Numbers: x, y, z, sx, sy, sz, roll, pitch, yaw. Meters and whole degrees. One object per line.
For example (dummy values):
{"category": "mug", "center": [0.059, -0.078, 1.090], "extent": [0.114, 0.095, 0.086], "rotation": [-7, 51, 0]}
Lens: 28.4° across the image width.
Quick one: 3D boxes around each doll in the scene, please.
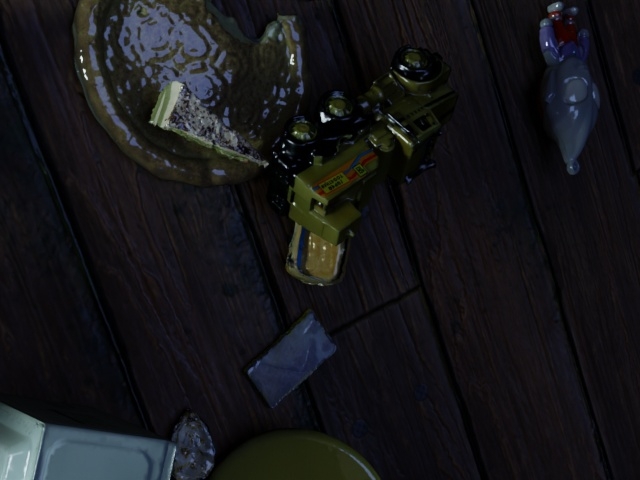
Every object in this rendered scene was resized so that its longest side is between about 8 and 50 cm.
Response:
{"category": "doll", "center": [0.324, -0.198, 1.661], "extent": [0.102, 0.075, 0.227], "rotation": [8, 76, -41]}

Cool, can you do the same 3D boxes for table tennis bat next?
{"category": "table tennis bat", "center": [-0.034, 0.396, 1.434], "extent": [0.224, 0.054, 0.368], "rotation": [5, 91, 0]}

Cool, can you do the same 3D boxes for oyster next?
{"category": "oyster", "center": [-0.146, 0.229, 1.421], "extent": [0.054, 0.019, 0.083], "rotation": [-7, 98, -30]}

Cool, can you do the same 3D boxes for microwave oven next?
{"category": "microwave oven", "center": [-0.258, 0.229, 1.240], "extent": [0.162, 0.208, 0.122], "rotation": [13, 86, -32]}

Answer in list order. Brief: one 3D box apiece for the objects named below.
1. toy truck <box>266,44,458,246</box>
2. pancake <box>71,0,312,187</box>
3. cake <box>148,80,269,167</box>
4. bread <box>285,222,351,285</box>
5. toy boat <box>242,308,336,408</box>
{"category": "toy truck", "center": [0.059, -0.110, 1.439], "extent": [0.127, 0.127, 0.257], "rotation": [38, 57, 18]}
{"category": "pancake", "center": [-0.131, -0.198, 1.400], "extent": [0.286, 0.033, 0.288], "rotation": [-27, 106, -27]}
{"category": "cake", "center": [-0.120, -0.110, 1.363], "extent": [0.140, 0.051, 0.055], "rotation": [40, 73, -26]}
{"category": "bread", "center": [0.000, 0.000, 1.482], "extent": [0.072, 0.053, 0.105], "rotation": [12, 83, -8]}
{"category": "toy boat", "center": [-0.035, 0.139, 1.486], "extent": [0.115, 0.016, 0.063], "rotation": [-41, 113, -23]}
